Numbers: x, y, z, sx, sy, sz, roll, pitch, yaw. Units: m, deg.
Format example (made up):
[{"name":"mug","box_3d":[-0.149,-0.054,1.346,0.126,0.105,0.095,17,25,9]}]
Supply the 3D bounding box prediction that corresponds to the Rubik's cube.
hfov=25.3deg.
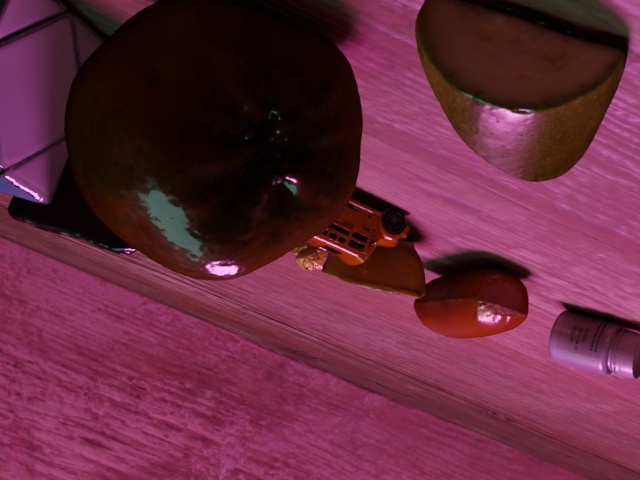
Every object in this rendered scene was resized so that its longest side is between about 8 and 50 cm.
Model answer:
[{"name":"Rubik's cube","box_3d":[-0.386,-0.183,1.567,0.205,0.207,0.205,14,165,28]}]

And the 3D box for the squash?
[{"name":"squash","box_3d":[0.158,-0.110,1.226,0.169,0.093,0.252,17,168,7]}]

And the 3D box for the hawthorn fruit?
[{"name":"hawthorn fruit","box_3d":[-0.118,-0.104,1.365,0.267,0.268,0.301,28,169,-32]}]

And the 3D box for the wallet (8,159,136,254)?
[{"name":"wallet","box_3d":[-0.242,-0.103,1.626,0.182,0.229,0.049,17,163,17]}]

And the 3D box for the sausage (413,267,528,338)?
[{"name":"sausage","box_3d":[0.218,0.093,2.072,0.105,0.105,0.274,23,168,-12]}]

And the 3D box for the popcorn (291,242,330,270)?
[{"name":"popcorn","box_3d":[0.000,0.000,2.112,0.084,0.084,0.084,20,169,4]}]

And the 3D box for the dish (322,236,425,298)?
[{"name":"dish","box_3d":[0.083,0.026,2.003,0.148,0.080,0.207,11,-178,-14]}]

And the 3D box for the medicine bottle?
[{"name":"medicine bottle","box_3d":[0.405,0.153,2.070,0.130,0.080,0.080,14,167,29]}]

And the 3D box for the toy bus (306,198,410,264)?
[{"name":"toy bus","box_3d":[0.017,-0.026,1.888,0.194,0.088,0.083,24,169,-22]}]
